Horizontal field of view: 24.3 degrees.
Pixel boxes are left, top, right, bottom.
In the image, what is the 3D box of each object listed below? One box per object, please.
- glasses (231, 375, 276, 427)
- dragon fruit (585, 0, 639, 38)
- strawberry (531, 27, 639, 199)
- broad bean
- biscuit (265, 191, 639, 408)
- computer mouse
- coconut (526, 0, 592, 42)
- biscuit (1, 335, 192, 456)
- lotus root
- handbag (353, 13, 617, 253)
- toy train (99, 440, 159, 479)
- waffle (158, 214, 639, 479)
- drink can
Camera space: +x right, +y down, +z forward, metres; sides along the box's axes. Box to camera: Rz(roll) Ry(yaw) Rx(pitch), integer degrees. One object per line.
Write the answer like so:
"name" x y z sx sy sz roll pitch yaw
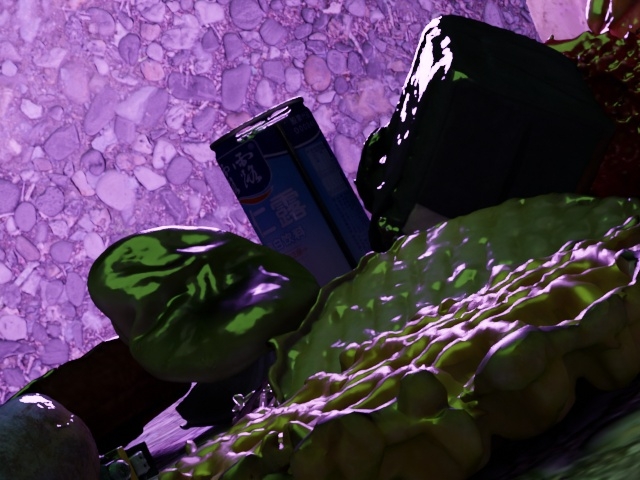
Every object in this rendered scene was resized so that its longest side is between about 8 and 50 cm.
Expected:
"glasses" 0.000 0.083 1.145 0.255 0.095 0.162 -24 2 38
"dragon fruit" 0.411 -0.205 1.496 0.307 0.243 0.227 2 -13 -9
"strawberry" 0.242 -0.094 1.335 0.106 0.188 0.286 -43 16 -31
"broad bean" -0.082 0.048 1.107 0.206 0.072 0.153 17 48 43
"biscuit" 0.083 0.037 0.985 0.273 0.036 0.187 -28 26 -5
"computer mouse" -0.065 0.130 1.469 0.126 0.071 0.231 -47 -1 -37
"coconut" 0.521 -0.366 2.059 0.404 0.405 0.404 -28 0 0
"biscuit" -0.298 0.227 1.481 0.407 0.091 0.407 -36 -5 -4
"lotus root" -0.259 0.205 0.967 0.158 0.140 0.322 -2 17 21
"handbag" 0.136 -0.065 1.215 0.254 0.181 0.181 -95 25 -67
"toy train" -0.197 0.215 1.294 0.122 0.050 0.081 -28 -8 34
"waffle" 0.050 0.076 0.730 0.329 0.062 0.329 -27 2 1
"drink can" 0.000 0.000 1.280 0.097 0.235 0.097 -29 1 1
